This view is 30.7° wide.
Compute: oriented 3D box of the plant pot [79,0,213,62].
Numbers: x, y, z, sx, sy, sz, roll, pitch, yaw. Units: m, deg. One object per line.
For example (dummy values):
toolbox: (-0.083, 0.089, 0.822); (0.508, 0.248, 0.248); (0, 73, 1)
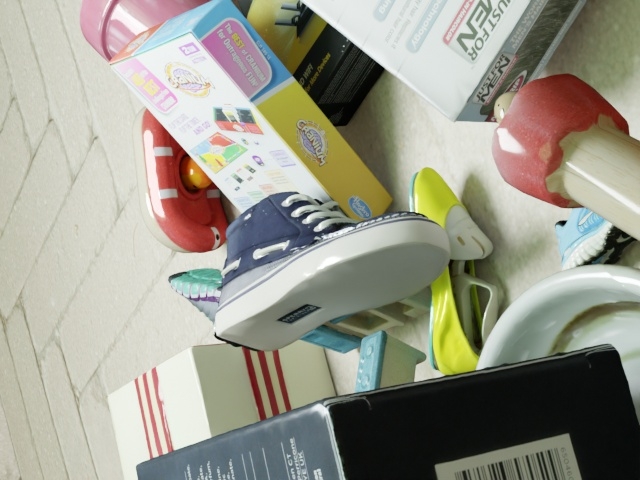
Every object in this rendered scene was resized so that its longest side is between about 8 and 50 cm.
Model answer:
plant pot: (-0.208, -0.299, 1.645); (0.180, 0.201, 0.201); (44, 133, 24)

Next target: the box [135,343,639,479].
box: (0.055, 0.248, 1.028); (0.395, 0.293, 0.212); (-31, 69, 56)

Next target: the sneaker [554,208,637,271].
sneaker: (0.259, -0.030, 1.054); (0.162, 0.063, 0.073); (-51, 50, 49)

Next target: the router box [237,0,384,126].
router box: (0.017, -0.319, 1.366); (0.309, 0.081, 0.243); (-54, 52, 47)

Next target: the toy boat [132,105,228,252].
toy boat: (-0.174, -0.098, 1.690); (0.151, 0.151, 0.231); (-7, 90, 29)

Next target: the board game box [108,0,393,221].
board game box: (-0.088, -0.134, 1.413); (0.316, 0.064, 0.242); (49, 155, -22)

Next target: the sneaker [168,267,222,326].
sneaker: (-0.159, 0.102, 1.733); (0.223, 0.083, 0.098); (13, 112, 56)

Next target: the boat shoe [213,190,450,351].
boat shoe: (0.000, 0.000, 1.278); (0.340, 0.127, 0.158); (-26, 54, 41)

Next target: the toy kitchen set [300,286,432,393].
toy kitchen set: (0.021, 0.128, 1.352); (0.207, 0.122, 0.166); (-34, 41, 55)

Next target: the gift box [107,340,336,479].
gift box: (-0.115, 0.292, 1.543); (0.276, 0.255, 0.258); (-37, 63, 48)

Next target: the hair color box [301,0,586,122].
hair color box: (0.072, -0.293, 1.129); (0.374, 0.113, 0.185); (43, 117, 26)

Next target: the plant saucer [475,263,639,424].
plant saucer: (0.289, 0.216, 1.015); (0.400, 0.100, 0.400); (16, 108, 57)

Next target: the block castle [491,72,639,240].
block castle: (0.297, -0.227, 0.730); (0.213, 0.303, 0.453); (41, 128, 48)

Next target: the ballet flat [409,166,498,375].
ballet flat: (0.150, 0.034, 1.244); (0.077, 0.077, 0.231); (-3, 97, 37)
